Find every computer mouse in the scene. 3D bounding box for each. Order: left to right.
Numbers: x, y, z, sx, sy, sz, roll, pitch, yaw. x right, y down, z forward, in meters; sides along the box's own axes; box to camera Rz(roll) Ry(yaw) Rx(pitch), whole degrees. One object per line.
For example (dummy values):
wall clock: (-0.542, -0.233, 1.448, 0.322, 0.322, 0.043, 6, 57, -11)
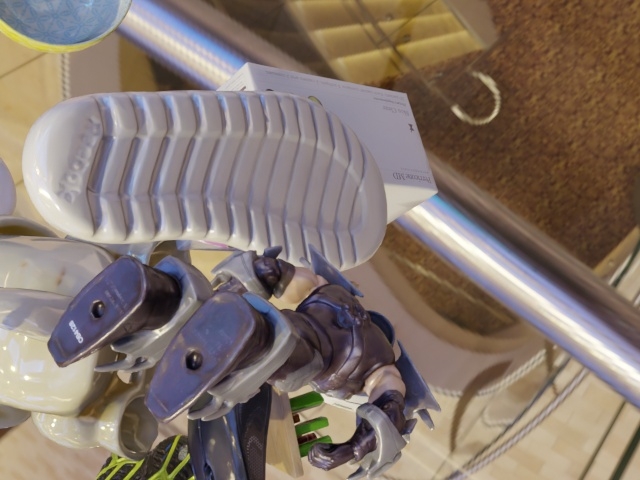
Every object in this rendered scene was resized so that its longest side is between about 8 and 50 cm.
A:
computer mouse: (-0.115, 0.251, 1.224, 0.188, 0.072, 0.272, -22, 62, 49)

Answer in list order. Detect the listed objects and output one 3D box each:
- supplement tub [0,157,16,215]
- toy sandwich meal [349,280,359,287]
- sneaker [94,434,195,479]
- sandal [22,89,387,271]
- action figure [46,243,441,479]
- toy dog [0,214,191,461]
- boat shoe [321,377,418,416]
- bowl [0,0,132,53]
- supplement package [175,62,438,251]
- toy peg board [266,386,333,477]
supplement tub: (-0.529, -0.045, 1.371, 0.199, 0.144, 0.144, -23, 106, 29)
toy sandwich meal: (0.021, 0.085, 1.538, 0.085, 0.085, 0.029, -9, 98, 43)
sneaker: (-0.208, 0.382, 1.510, 0.147, 0.145, 0.384, 37, 157, -23)
sandal: (-0.096, -0.063, 0.948, 0.102, 0.416, 0.169, -1, 83, 44)
action figure: (-0.027, 0.067, 0.648, 0.185, 0.285, 0.099, 39, 101, 29)
toy dog: (-0.405, 0.101, 1.164, 0.407, 0.395, 0.285, 8, 92, 11)
boat shoe: (0.098, 0.291, 1.913, 0.226, 0.083, 0.076, 22, 138, -31)
bowl: (-0.501, -0.459, 1.848, 0.289, 0.289, 0.156, 52, 150, -7)
supplement package: (-0.029, -0.087, 1.236, 0.204, 0.262, 0.145, -33, 65, 42)
toy peg board: (-0.052, 0.265, 1.569, 0.160, 0.079, 0.161, 0, 102, 65)
